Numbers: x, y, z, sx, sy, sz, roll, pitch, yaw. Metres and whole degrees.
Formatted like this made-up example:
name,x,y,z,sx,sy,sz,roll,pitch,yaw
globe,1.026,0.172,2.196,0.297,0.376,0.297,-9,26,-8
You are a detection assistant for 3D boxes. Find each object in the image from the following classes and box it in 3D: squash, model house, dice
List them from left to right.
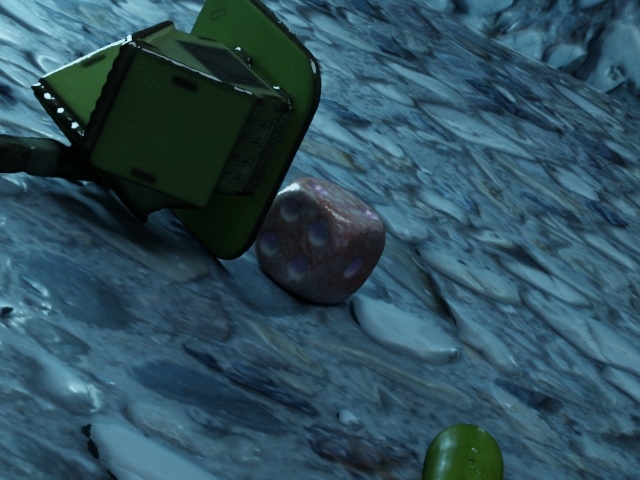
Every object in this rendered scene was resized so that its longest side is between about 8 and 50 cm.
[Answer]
name,x,y,z,sx,sy,sz,roll,pitch,yaw
model house,-0.176,-0.122,1.738,0.278,0.218,0.205,8,27,-42
dice,0.000,0.000,1.867,0.091,0.093,0.094,39,18,27
squash,0.107,0.196,1.536,0.066,0.066,0.201,31,17,1
